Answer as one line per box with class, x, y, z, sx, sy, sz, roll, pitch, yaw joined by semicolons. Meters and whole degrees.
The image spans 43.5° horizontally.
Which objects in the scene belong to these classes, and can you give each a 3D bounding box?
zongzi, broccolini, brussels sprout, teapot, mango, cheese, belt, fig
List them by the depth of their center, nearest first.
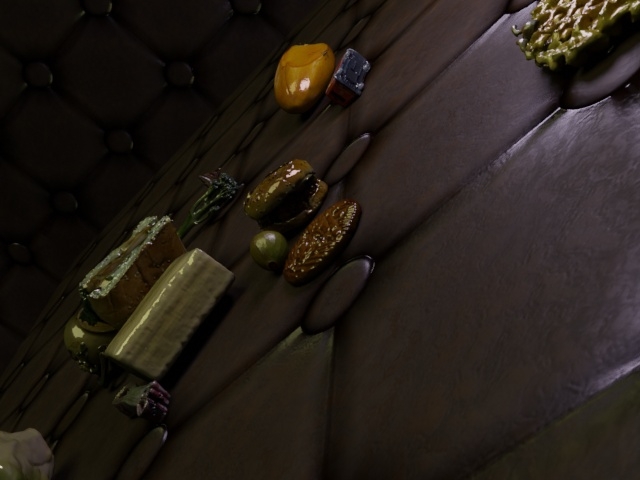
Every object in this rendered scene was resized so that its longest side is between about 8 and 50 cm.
fig;-0.094;0.024;1.503;0.074;0.074;0.088;-44;37;17
belt;-0.343;0.308;1.542;0.071;0.053;0.232;-52;18;-22
brussels sprout;-0.673;0.524;1.616;0.316;0.243;0.273;-50;-7;-16
cheese;-0.313;0.158;1.646;0.265;0.124;0.242;-55;9;-17
teapot;-0.537;0.265;1.960;0.269;0.173;0.182;-122;37;-50
mango;-0.052;-0.441;2.251;0.187;0.138;0.257;-12;41;34
broccolini;-0.365;-0.024;2.291;0.392;0.079;0.074;-54;27;11
zongzi;-0.348;-0.204;2.598;0.073;0.067;0.083;-56;0;3

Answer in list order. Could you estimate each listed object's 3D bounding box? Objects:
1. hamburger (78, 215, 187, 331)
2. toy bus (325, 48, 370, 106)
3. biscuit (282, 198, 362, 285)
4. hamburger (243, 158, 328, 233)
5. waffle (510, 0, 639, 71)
hamburger;-0.400;0.102;1.832;0.133;0.211;0.308;1;42;39
toy bus;0.067;-0.402;1.985;0.077;0.079;0.174;-48;15;37
biscuit;-0.001;-0.001;1.400;0.188;0.027;0.187;-44;19;19
hamburger;-0.077;-0.090;1.621;0.177;0.113;0.185;-43;19;22
waffle;0.393;-0.343;1.117;0.262;0.060;0.280;-38;22;23
